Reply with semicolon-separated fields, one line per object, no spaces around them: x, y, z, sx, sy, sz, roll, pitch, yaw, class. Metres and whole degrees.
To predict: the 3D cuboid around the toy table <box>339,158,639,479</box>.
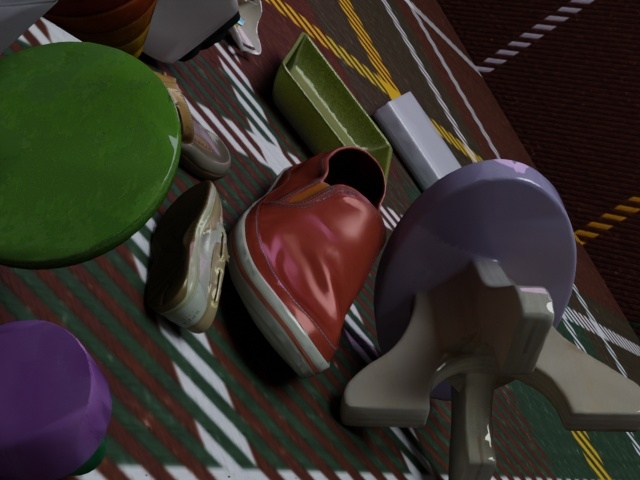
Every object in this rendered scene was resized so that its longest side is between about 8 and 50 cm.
0.138;0.089;0.887;0.160;0.252;0.274;-95;178;-48;toy table

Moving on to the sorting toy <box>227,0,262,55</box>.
-0.091;-0.242;1.152;0.075;0.045;0.083;67;19;8;sorting toy

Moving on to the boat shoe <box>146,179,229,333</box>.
-0.088;0.012;0.723;0.045;0.050;0.135;49;29;-30;boat shoe

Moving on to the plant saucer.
0.009;-0.143;1.224;0.188;0.045;0.188;51;19;-14;plant saucer

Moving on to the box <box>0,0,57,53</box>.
-0.233;-0.179;0.488;0.087;0.169;0.289;29;34;-50;box

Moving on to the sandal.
-0.120;-0.101;0.823;0.180;0.049;0.072;29;32;-54;sandal

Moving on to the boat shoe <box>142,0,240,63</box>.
-0.200;-0.269;0.825;0.158;0.127;0.340;57;9;24;boat shoe

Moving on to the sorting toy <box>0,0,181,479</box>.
-0.127;-0.041;0.563;0.126;0.127;0.365;80;7;-62;sorting toy

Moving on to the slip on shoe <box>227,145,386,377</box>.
0.000;0.000;0.876;0.123;0.101;0.331;53;20;-15;slip on shoe

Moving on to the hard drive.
0.197;-0.088;1.613;0.307;0.040;0.203;55;18;-2;hard drive
